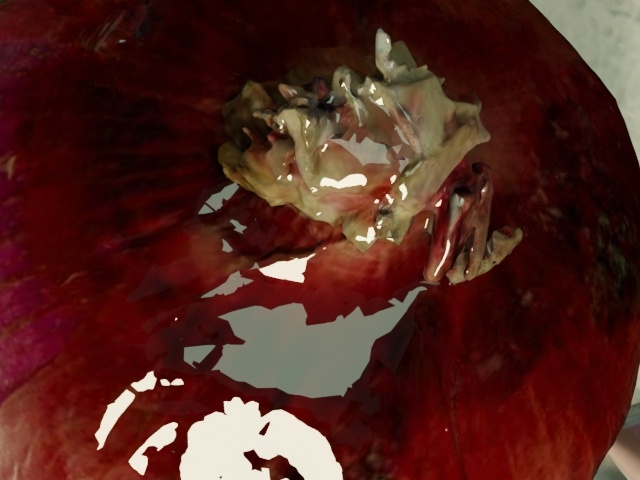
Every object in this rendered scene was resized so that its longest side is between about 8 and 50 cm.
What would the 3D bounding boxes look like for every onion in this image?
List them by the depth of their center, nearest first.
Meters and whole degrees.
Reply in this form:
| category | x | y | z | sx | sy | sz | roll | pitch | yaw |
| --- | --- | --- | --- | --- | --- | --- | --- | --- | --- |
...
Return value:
| category | x | y | z | sx | sy | sz | roll | pitch | yaw |
| --- | --- | --- | --- | --- | --- | --- | --- | --- | --- |
| onion | 0.000 | 0.000 | 0.739 | 0.348 | 0.285 | 0.347 | 4 | 73 | -14 |

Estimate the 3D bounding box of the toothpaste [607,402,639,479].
| category | x | y | z | sx | sy | sz | roll | pitch | yaw |
| --- | --- | --- | --- | --- | --- | --- | --- | --- | --- |
| toothpaste | 0.209 | 0.155 | 0.844 | 0.067 | 0.043 | 0.194 | -12 | 53 | -38 |

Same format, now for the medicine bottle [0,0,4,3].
| category | x | y | z | sx | sy | sz | roll | pitch | yaw |
| --- | --- | --- | --- | --- | --- | --- | --- | --- | --- |
| medicine bottle | -0.189 | -0.168 | 0.776 | 0.158 | 0.158 | 0.318 | 43 | 81 | -6 |
